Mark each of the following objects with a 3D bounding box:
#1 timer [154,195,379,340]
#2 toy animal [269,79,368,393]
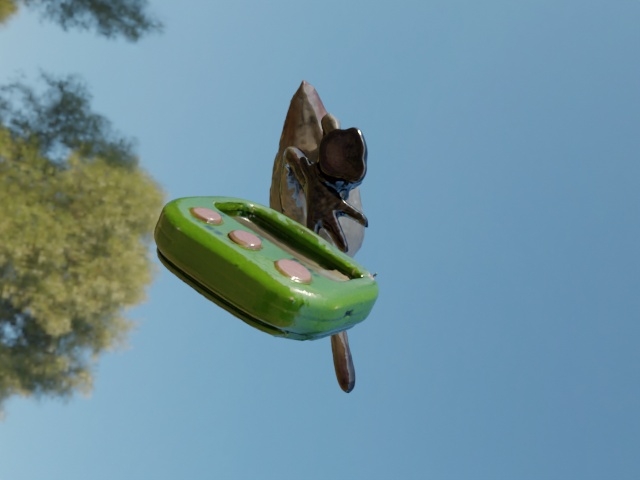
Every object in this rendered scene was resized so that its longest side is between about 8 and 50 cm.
[{"bbox_3d":[-0.035,0.017,0.616,0.140,0.128,0.047,32,-73,23],"label":"timer"},{"bbox_3d":[-0.002,-0.010,0.885,0.324,0.090,0.195,88,-4,-56],"label":"toy animal"}]
